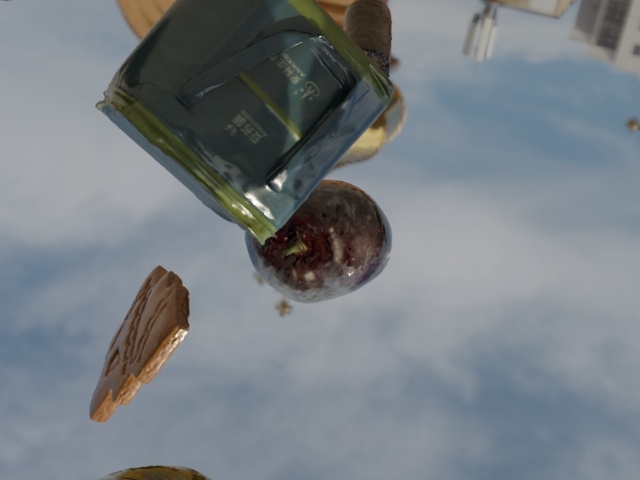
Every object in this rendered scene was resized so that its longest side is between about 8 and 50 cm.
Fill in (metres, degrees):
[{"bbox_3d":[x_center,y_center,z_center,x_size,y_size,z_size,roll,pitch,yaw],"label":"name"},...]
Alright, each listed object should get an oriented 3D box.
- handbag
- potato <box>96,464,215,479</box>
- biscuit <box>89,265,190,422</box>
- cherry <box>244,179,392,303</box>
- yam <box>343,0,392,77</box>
[{"bbox_3d":[-0.085,-0.163,1.181,0.263,0.241,0.222,41,175,-25],"label":"handbag"},{"bbox_3d":[-0.181,0.367,1.171,0.330,0.213,0.280,-8,-125,-28],"label":"potato"},{"bbox_3d":[-0.284,0.152,1.660,0.043,0.306,0.284,30,-115,-20],"label":"biscuit"},{"bbox_3d":[0.000,0.000,1.824,0.255,0.218,0.296,-9,175,23],"label":"cherry"},{"bbox_3d":[0.066,-0.288,1.493,0.079,0.079,0.141,9,-132,-2],"label":"yam"}]
